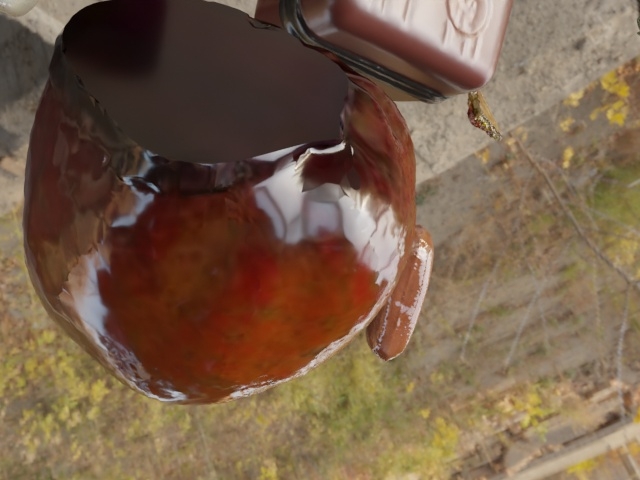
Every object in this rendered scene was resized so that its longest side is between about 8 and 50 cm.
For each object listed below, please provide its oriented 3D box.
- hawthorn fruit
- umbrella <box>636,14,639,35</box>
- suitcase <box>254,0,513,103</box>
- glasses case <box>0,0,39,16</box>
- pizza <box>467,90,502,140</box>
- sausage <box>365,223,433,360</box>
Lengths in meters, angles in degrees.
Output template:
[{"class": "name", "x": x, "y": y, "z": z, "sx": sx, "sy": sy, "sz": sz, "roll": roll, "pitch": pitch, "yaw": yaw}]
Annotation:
[{"class": "hawthorn fruit", "x": -0.063, "y": -0.004, "z": 0.438, "sx": 0.215, "sy": 0.215, "sz": 0.250, "roll": 2, "pitch": 133, "yaw": -42}, {"class": "umbrella", "x": 0.513, "y": -0.295, "z": 1.146, "sx": 0.067, "sy": 0.062, "sz": 0.143, "roll": -15, "pitch": 155, "yaw": 35}, {"class": "suitcase", "x": 0.078, "y": -0.296, "z": 0.740, "sx": 0.236, "sy": 0.297, "sz": 0.161, "roll": 16, "pitch": 174, "yaw": -35}, {"class": "glasses case", "x": -0.129, "y": -0.212, "z": 0.388, "sx": 0.051, "sy": 0.204, "sz": 0.081, "roll": 21, "pitch": -176, "yaw": -14}, {"class": "pizza", "x": 0.247, "y": -0.209, "z": 1.217, "sx": 0.029, "sy": 0.099, "sz": 0.100, "roll": -25, "pitch": 157, "yaw": 23}, {"class": "sausage", "x": 0.111, "y": 0.072, "z": 1.074, "sx": 0.077, "sy": 0.077, "sz": 0.194, "roll": 6, "pitch": 101, "yaw": -46}]
